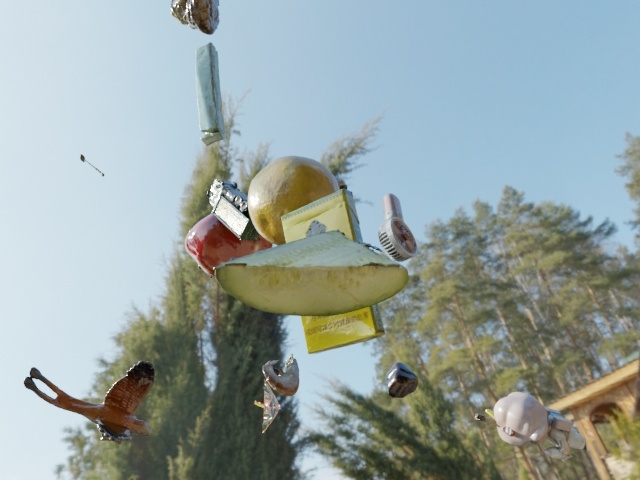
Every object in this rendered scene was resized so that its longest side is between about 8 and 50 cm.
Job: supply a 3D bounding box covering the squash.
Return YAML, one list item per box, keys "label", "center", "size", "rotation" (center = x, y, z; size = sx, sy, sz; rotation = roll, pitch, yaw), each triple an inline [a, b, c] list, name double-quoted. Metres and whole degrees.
- label: "squash"
  center: [-0.013, 0.073, 0.766]
  size: [0.252, 0.169, 0.093]
  rotation: [-17, -58, -41]

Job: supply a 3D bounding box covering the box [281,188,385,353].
- label: "box"
  center: [0.017, 0.059, 0.954]
  size: [0.153, 0.279, 0.041]
  rotation: [-22, -20, 30]

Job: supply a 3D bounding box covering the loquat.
- label: "loquat"
  center: [-0.048, -0.074, 1.145]
  size: [0.213, 0.246, 0.214]
  rotation: [-22, -43, -23]

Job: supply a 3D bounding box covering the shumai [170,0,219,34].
- label: "shumai"
  center: [-0.242, -0.467, 0.990]
  size: [0.104, 0.139, 0.123]
  rotation: [-16, -31, -13]

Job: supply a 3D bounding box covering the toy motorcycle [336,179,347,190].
- label: "toy motorcycle"
  center: [-0.037, -0.182, 1.808]
  size: [0.275, 0.205, 0.127]
  rotation: [-30, -16, 23]

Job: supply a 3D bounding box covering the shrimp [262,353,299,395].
- label: "shrimp"
  center: [-0.133, 0.477, 1.846]
  size: [0.150, 0.249, 0.068]
  rotation: [38, -77, 1]

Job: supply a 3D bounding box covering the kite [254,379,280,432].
- label: "kite"
  center: [-0.195, 0.603, 1.858]
  size: [0.010, 0.190, 0.159]
  rotation: [13, -20, -39]

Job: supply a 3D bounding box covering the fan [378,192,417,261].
- label: "fan"
  center: [0.226, -0.046, 1.531]
  size: [0.074, 0.245, 0.130]
  rotation: [-33, -48, 31]

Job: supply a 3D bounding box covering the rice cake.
- label: "rice cake"
  center: [-0.318, -0.421, 1.462]
  size: [0.066, 0.337, 0.063]
  rotation: [-16, -25, 18]

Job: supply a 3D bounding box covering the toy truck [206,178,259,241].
- label: "toy truck"
  center: [-0.292, -0.113, 1.756]
  size: [0.088, 0.259, 0.121]
  rotation: [9, -67, -48]

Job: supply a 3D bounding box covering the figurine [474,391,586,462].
- label: "figurine"
  center: [0.452, 0.389, 1.084]
  size: [0.228, 0.137, 0.112]
  rotation: [19, -78, -3]

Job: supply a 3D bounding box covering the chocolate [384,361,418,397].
- label: "chocolate"
  center: [0.320, 0.539, 1.973]
  size: [0.124, 0.149, 0.080]
  rotation: [22, -63, 4]

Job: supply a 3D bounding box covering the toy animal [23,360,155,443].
- label: "toy animal"
  center: [-0.607, 0.467, 1.364]
  size: [0.283, 0.225, 0.302]
  rotation: [8, -48, 1]

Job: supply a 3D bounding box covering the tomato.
- label: "tomato"
  center: [-0.348, 0.008, 1.969]
  size: [0.290, 0.293, 0.325]
  rotation: [-46, 2, 5]

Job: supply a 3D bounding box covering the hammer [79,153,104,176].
- label: "hammer"
  center: [-0.665, -0.218, 1.487]
  size: [0.014, 0.122, 0.029]
  rotation: [-39, -32, -31]
